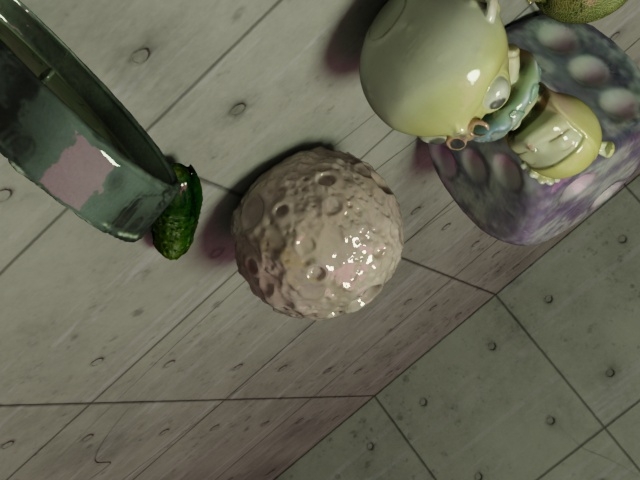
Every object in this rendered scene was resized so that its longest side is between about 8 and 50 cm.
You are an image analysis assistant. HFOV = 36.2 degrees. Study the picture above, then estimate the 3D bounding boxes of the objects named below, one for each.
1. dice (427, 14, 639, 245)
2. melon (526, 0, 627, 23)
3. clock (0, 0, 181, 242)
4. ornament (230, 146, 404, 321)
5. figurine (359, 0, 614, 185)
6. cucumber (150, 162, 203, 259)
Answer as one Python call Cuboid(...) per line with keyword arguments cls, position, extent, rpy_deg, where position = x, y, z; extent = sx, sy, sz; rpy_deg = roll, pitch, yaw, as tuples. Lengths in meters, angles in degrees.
Cuboid(cls="dice", position=(0.351, -0.174, 1.578), extent=(0.270, 0.270, 0.271), rpy_deg=(-29, 158, -20))
Cuboid(cls="melon", position=(0.367, -0.374, 1.363), extent=(0.192, 0.139, 0.139), rpy_deg=(-31, 159, -12))
Cuboid(cls="clock", position=(-0.220, -0.118, 0.760), extent=(0.055, 0.280, 0.280), rpy_deg=(-43, 159, 3))
Cuboid(cls="ornament", position=(0.000, 0.000, 1.444), extent=(0.259, 0.225, 0.259), rpy_deg=(-33, 159, -14))
Cuboid(cls="figurine", position=(0.239, -0.212, 1.293), extent=(0.394, 0.275, 0.226), rpy_deg=(29, 146, -26))
Cuboid(cls="cucumber", position=(-0.192, -0.031, 1.294), extent=(0.069, 0.069, 0.227), rpy_deg=(-28, 160, -24))
